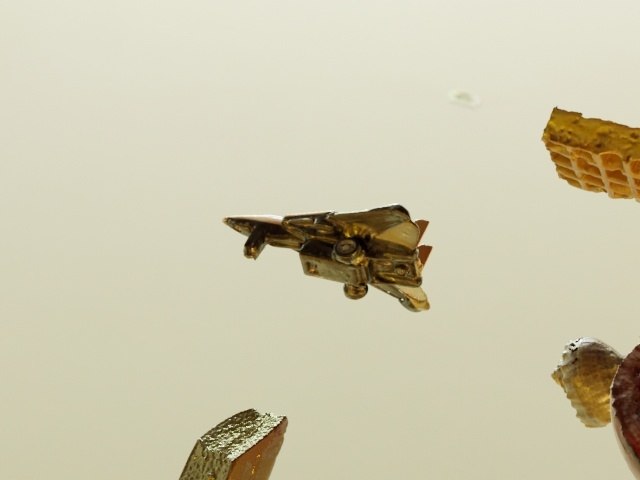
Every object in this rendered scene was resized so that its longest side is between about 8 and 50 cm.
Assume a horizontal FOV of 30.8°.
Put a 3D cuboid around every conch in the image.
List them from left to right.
[{"bbox_3d":[0.484,0.242,1.989,0.207,0.155,0.130,-5,-175,42],"label":"conch"}]

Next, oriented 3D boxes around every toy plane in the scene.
[{"bbox_3d":[-0.004,0.009,1.613,0.316,0.204,0.103,6,-132,18],"label":"toy plane"}]

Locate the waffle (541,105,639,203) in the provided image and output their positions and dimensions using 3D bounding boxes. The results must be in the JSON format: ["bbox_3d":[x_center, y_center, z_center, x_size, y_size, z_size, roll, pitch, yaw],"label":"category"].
[{"bbox_3d":[0.399,-0.092,1.480,0.211,0.055,0.160,20,169,26],"label":"waffle"}]

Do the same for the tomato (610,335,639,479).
[{"bbox_3d":[0.354,0.154,0.952,0.225,0.085,0.225,-12,-143,9],"label":"tomato"}]

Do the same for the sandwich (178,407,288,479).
[{"bbox_3d":[-0.139,0.348,1.614,0.094,0.258,0.096,14,168,41],"label":"sandwich"}]
